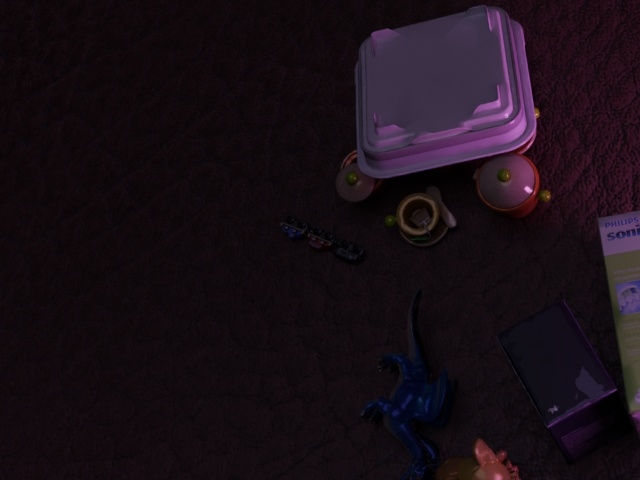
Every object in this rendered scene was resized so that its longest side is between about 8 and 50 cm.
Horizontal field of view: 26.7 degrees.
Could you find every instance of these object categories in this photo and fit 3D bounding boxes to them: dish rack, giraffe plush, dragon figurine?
[{"bbox_3d":[0.184,-0.252,2.131,0.285,0.072,0.333,-11,45,12],"label":"dish rack"},{"bbox_3d":[0.201,0.367,1.876,0.210,0.181,0.170,18,66,16],"label":"giraffe plush"},{"bbox_3d":[0.152,0.225,1.987,0.144,0.085,0.289,16,78,22],"label":"dragon figurine"}]

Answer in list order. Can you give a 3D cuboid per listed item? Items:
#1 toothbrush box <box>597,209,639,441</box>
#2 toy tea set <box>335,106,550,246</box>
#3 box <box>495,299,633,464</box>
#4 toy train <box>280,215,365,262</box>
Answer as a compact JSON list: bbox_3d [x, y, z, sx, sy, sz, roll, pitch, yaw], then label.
[{"bbox_3d":[0.469,0.123,1.858,0.122,0.206,0.283,-12,64,14],"label":"toothbrush box"},{"bbox_3d":[0.188,-0.104,2.085,0.336,0.124,0.200,-17,72,11],"label":"toy tea set"},{"bbox_3d":[0.340,0.199,1.867,0.108,0.207,0.153,-29,62,5],"label":"box"},{"bbox_3d":[0.000,0.000,2.172,0.158,0.027,0.036,24,88,25],"label":"toy train"}]
